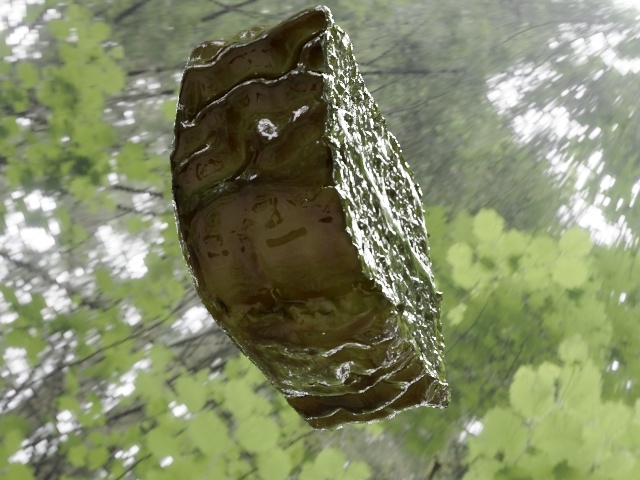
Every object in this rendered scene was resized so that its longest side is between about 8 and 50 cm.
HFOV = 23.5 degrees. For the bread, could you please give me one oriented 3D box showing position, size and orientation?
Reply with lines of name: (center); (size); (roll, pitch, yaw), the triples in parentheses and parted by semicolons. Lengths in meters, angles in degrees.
bread: (0.000, 0.000, 0.811); (0.096, 0.222, 0.181); (-14, -122, 13)
